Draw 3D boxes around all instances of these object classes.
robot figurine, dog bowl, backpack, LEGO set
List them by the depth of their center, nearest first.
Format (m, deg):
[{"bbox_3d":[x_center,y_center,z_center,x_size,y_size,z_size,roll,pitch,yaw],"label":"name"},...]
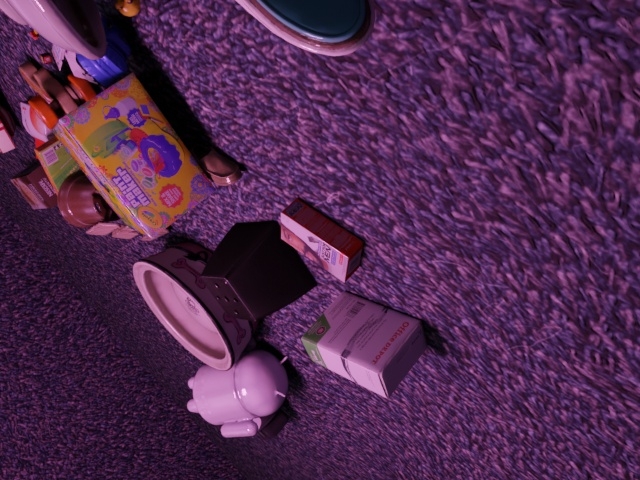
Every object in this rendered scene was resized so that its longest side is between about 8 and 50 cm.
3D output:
[{"bbox_3d":[-0.430,-0.373,1.213,0.098,0.101,0.120,39,-158,-51],"label":"backpack"},{"bbox_3d":[-0.633,-0.474,1.377,0.244,0.060,0.182,-1,111,64],"label":"LEGO set"},{"bbox_3d":[-0.351,0.179,1.794,0.408,0.150,0.407,33,147,25],"label":"dog bowl"},{"bbox_3d":[-0.245,0.450,1.887,0.354,0.299,0.200,-20,153,28],"label":"robot figurine"},{"bbox_3d":[-0.240,0.551,2.117,0.278,0.173,0.209,45,112,0],"label":"robot figurine"}]

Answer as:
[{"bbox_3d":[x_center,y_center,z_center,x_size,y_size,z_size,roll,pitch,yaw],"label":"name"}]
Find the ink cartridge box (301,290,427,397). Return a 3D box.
[{"bbox_3d":[0.091,0.209,1.270,0.209,0.153,0.086,19,142,41],"label":"ink cartridge box"}]

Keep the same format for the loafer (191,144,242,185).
[{"bbox_3d":[-0.227,-0.161,1.306,0.148,0.056,0.050,25,151,32],"label":"loafer"}]

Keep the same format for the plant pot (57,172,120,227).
[{"bbox_3d":[-0.656,-0.121,1.819,0.165,0.167,0.166,1,129,41],"label":"plant pot"}]

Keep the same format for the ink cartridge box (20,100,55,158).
[{"bbox_3d":[-0.835,-0.314,1.835,0.146,0.045,0.179,23,115,35],"label":"ink cartridge box"}]

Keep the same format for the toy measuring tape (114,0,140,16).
[{"bbox_3d":[-0.407,-0.521,1.012,0.121,0.121,0.330,-3,124,54],"label":"toy measuring tape"}]

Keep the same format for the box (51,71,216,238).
[{"bbox_3d":[-0.415,-0.178,1.349,0.289,0.177,0.279,57,162,-20],"label":"box"}]

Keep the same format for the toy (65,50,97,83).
[{"bbox_3d":[-0.520,-0.460,1.300,0.137,0.056,0.237,27,142,45],"label":"toy"}]

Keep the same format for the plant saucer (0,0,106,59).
[{"bbox_3d":[-0.493,-0.469,0.997,0.400,0.101,0.400,-24,-90,-90],"label":"plant saucer"}]

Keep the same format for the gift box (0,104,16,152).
[{"bbox_3d":[-1.154,-0.417,1.980,0.276,0.258,0.255,52,160,32],"label":"gift box"}]

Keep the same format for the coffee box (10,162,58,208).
[{"bbox_3d":[-1.000,-0.196,2.209,0.247,0.098,0.141,1,129,52],"label":"coffee box"}]

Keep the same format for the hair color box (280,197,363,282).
[{"bbox_3d":[0.000,0.000,1.223,0.167,0.053,0.093,35,150,20],"label":"hair color box"}]

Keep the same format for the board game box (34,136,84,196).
[{"bbox_3d":[-0.753,-0.206,1.855,0.039,0.124,0.259,31,148,26],"label":"board game box"}]

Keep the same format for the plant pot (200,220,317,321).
[{"bbox_3d":[-0.158,0.079,1.411,0.188,0.167,0.188,-1,126,52],"label":"plant pot"}]

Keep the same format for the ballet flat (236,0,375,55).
[{"bbox_3d":[-0.080,-0.359,0.819,0.400,0.139,0.139,42,151,15],"label":"ballet flat"}]

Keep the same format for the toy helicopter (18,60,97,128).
[{"bbox_3d":[-0.678,-0.358,1.603,0.355,0.140,0.235,40,161,32],"label":"toy helicopter"}]

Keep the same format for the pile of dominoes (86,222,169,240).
[{"bbox_3d":[-0.575,-0.040,1.829,0.196,0.040,0.251,8,170,-28],"label":"pile of dominoes"}]
